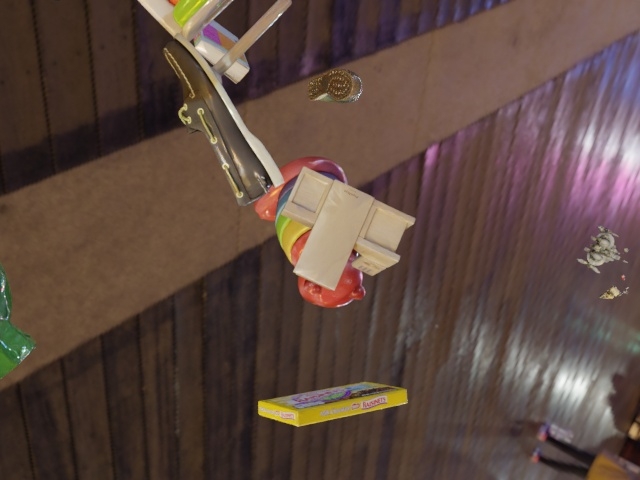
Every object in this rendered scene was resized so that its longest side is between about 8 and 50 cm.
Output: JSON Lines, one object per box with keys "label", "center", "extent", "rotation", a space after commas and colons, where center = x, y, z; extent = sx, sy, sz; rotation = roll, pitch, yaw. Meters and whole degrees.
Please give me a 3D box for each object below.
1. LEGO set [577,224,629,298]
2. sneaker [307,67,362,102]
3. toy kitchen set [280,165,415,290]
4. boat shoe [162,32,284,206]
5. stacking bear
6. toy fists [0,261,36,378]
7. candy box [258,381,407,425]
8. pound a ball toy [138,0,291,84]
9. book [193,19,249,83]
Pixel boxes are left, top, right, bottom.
{"label": "LEGO set", "center": [0.309, 0.022, 0.932], "extent": [0.054, 0.083, 0.023], "rotation": [-33, 155, 20]}
{"label": "sneaker", "center": [0.052, -0.313, 1.751], "extent": [0.086, 0.192, 0.064], "rotation": [-3, 96, -28]}
{"label": "toy kitchen set", "center": [0.007, 0.004, 0.596], "extent": [0.075, 0.083, 0.068], "rotation": [135, -21, -76]}
{"label": "boat shoe", "center": [-0.134, -0.149, 1.072], "extent": [0.068, 0.228, 0.081], "rotation": [-34, -176, -3]}
{"label": "stacking bear", "center": [0.000, 0.000, 1.509], "extent": [0.175, 0.289, 0.164], "rotation": [12, 129, -23]}
{"label": "toy fists", "center": [-0.313, 0.069, 0.539], "extent": [0.279, 0.142, 0.096], "rotation": [-30, -167, 16]}
{"label": "candy box", "center": [0.020, 0.244, 1.296], "extent": [0.206, 0.105, 0.027], "rotation": [-3, 89, -36]}
{"label": "pound a ball toy", "center": [-0.128, -0.373, 1.225], "extent": [0.319, 0.208, 0.136], "rotation": [-46, -171, -7]}
{"label": "book", "center": [-0.174, -0.335, 1.456], "extent": [0.096, 0.144, 0.035], "rotation": [33, 113, -31]}
